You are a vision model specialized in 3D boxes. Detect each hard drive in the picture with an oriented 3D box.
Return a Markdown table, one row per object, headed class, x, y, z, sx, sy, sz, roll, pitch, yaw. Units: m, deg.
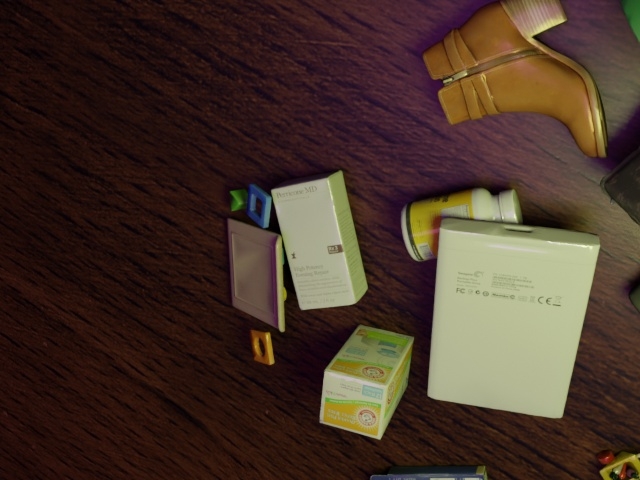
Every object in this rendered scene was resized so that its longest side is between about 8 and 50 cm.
| class | x | y | z | sx | sy | sz | roll | pitch | yaw |
| --- | --- | --- | --- | --- | --- | --- | --- | --- | --- |
| hard drive | 0.302 | 0.134 | 1.146 | 0.232 | 0.047 | 0.353 | 7 | 123 | 13 |

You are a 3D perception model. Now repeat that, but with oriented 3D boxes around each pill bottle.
| class | x | y | z | sx | sy | sz | roll | pitch | yaw |
| --- | --- | --- | --- | --- | --- | --- | --- | --- | --- |
| pill bottle | 0.233 | -0.030 | 1.154 | 0.184 | 0.103 | 0.103 | -12 | 101 | 23 |

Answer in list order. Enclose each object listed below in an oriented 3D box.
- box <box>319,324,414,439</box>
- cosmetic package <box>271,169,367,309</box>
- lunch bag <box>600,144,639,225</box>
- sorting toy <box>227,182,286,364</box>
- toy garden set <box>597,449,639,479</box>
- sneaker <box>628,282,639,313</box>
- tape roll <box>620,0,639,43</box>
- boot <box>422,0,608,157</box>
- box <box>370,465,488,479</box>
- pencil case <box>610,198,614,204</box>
| class | x | y | z | sx | sy | sz | roll | pitch | yaw |
| --- | --- | --- | --- | --- | --- | --- | --- | --- | --- |
| box | 0.085 | 0.243 | 1.237 | 0.114 | 0.203 | 0.103 | 11 | 109 | 18 |
| cosmetic package | 0.000 | 0.000 | 1.266 | 0.117 | 0.085 | 0.231 | -10 | 103 | 23 |
| lunch bag | 0.541 | -0.010 | 0.896 | 0.287 | 0.235 | 0.169 | 33 | 110 | -16 |
| sorting toy | -0.112 | 0.060 | 1.315 | 0.196 | 0.047 | 0.348 | 21 | 117 | 52 |
| toy garden set | 0.608 | 0.418 | 1.171 | 0.244 | 0.049 | 0.204 | -32 | 93 | 26 |
| sneaker | 0.618 | 0.130 | 1.059 | 0.270 | 0.090 | 0.145 | 44 | 118 | 7 |
| tape roll | 0.479 | -0.244 | 0.772 | 0.321 | 0.321 | 0.077 | 45 | 145 | 4 |
| boot | 0.295 | -0.222 | 1.068 | 0.220 | 0.109 | 0.284 | -24 | 94 | 24 |
| box | 0.217 | 0.503 | 1.356 | 0.225 | 0.036 | 0.137 | -8 | 102 | 22 |
| pencil case | 0.521 | -0.118 | 1.024 | 0.086 | 0.088 | 0.206 | 38 | 117 | 19 |
